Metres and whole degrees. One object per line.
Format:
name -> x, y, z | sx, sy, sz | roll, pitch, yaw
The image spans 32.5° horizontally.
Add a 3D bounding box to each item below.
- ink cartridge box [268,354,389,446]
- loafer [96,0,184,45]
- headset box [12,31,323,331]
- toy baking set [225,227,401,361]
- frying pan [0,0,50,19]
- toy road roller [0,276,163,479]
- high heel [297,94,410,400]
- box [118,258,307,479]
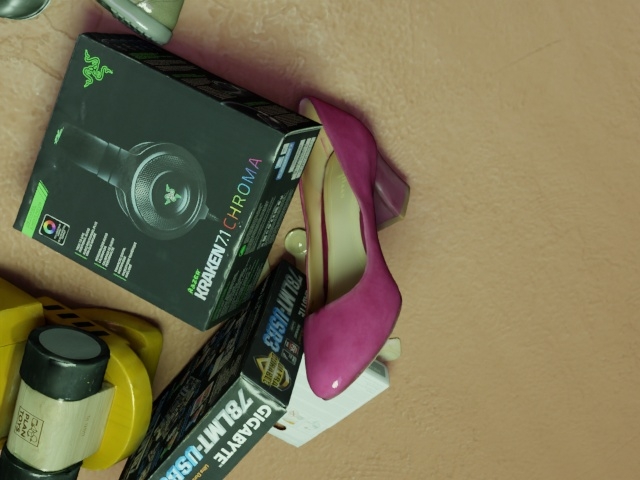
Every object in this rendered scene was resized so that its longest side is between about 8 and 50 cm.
ink cartridge box -> -0.020, 0.193, 1.451 | 0.145, 0.045, 0.179 | 32, 126, -31
loafer -> -0.253, -0.325, 1.229 | 0.251, 0.094, 0.087 | 38, 87, -20
headset box -> -0.182, -0.077, 1.250 | 0.283, 0.131, 0.246 | 28, 107, 13
toy baking set -> -0.013, 0.099, 1.435 | 0.197, 0.030, 0.256 | -35, 110, 6
frying pan -> -0.312, -0.292, 1.157 | 0.326, 0.053, 0.197 | 29, 137, 16
toy road roller -> -0.348, 0.158, 1.354 | 0.329, 0.240, 0.202 | 26, 109, 24
high heel -> 0.000, 0.000, 1.239 | 0.127, 0.377, 0.181 | -32, 118, 31
box -> -0.127, 0.195, 1.288 | 0.073, 0.295, 0.293 | 37, 112, -9
